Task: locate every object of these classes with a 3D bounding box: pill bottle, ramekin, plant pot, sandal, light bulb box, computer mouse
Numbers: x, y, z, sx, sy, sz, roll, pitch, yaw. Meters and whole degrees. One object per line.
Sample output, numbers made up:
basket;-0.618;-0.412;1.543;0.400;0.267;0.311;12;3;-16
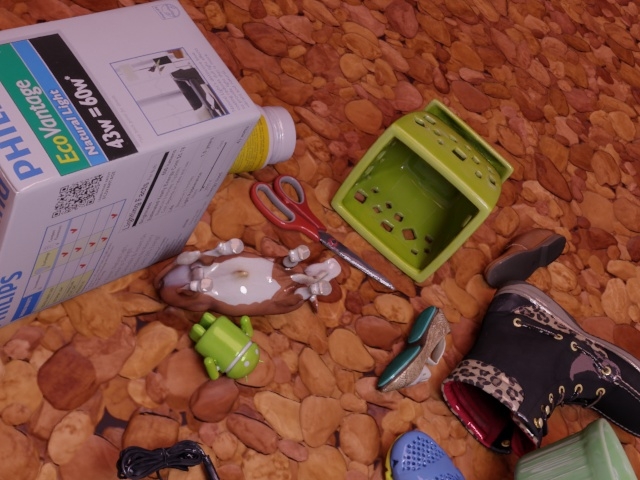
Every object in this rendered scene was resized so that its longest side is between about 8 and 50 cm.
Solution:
pill bottle;-0.153;-0.171;1.531;0.208;0.119;0.119;-10;65;-34
ramekin;0.404;0.430;1.337;0.303;0.148;0.303;54;22;-33
plant pot;0.193;-0.103;1.619;0.227;0.228;0.207;42;42;3
sandal;0.216;0.414;1.331;0.126;0.138;0.317;-23;71;-36
light bulb box;-0.331;-0.098;1.219;0.361;0.358;0.225;-24;71;-40
computer mouse;-0.168;0.383;1.171;0.262;0.060;0.184;59;21;16

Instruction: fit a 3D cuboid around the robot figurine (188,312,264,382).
robot figurine;-0.139;0.158;1.346;0.115;0.067;0.101;40;57;1

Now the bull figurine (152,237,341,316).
bull figurine;-0.092;0.061;1.379;0.310;0.188;0.101;-2;76;-24

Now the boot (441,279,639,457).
boot;0.399;0.264;1.535;0.377;0.138;0.284;42;47;7

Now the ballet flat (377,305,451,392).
ballet flat;0.165;0.192;1.501;0.067;0.073;0.206;49;51;-11

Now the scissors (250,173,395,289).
scissors;0.000;0.000;1.571;0.297;0.021;0.109;48;46;6

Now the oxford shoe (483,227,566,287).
oxford shoe;0.377;0.030;1.744;0.212;0.076;0.076;-22;42;-36
